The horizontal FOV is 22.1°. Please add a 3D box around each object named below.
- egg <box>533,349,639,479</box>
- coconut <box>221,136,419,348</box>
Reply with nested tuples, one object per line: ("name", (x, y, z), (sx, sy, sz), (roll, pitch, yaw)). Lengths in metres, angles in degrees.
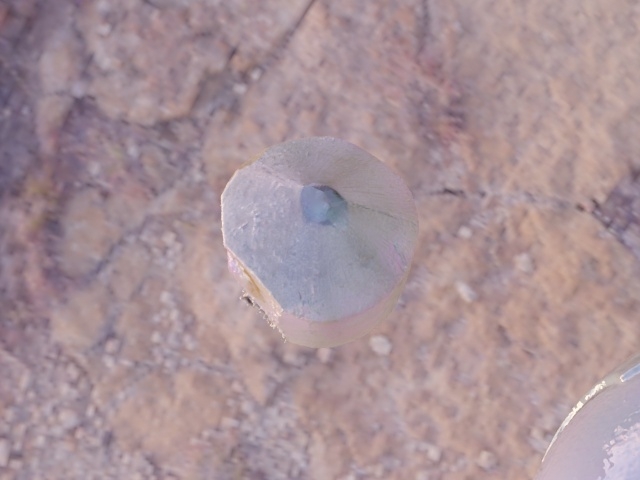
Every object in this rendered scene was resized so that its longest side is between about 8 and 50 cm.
("egg", (0.260, 0.178, 0.959), (0.278, 0.336, 0.278), (1, 92, 49))
("coconut", (0.000, 0.000, 0.960), (0.116, 0.122, 0.116), (-1, 70, 2))
